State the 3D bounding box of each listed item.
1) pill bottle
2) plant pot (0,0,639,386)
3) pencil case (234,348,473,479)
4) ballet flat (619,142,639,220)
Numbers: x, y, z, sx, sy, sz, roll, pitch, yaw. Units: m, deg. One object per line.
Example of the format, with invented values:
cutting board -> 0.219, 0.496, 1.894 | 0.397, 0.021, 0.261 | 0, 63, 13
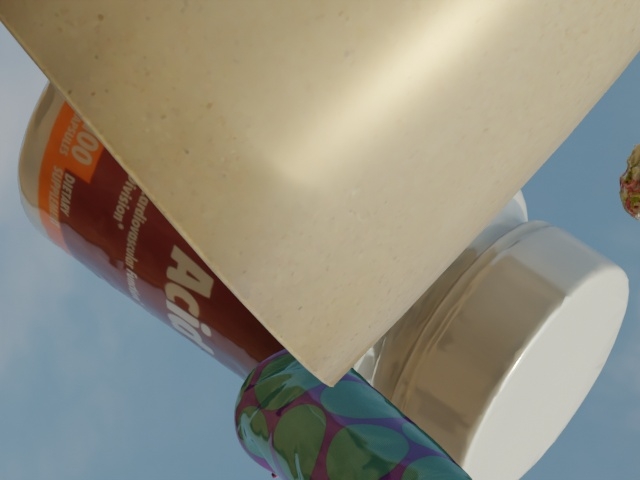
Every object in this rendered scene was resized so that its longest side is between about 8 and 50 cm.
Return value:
pill bottle -> 0.000, 0.000, 1.369 | 0.392, 0.224, 0.224 | 33, -74, 24
plant pot -> 0.028, -0.147, 0.517 | 0.274, 0.256, 0.256 | -39, -120, 0
pencil case -> 0.019, 0.103, 0.849 | 0.152, 0.064, 0.070 | -139, -137, -56
ballet flat -> 0.259, -0.082, 1.009 | 0.241, 0.077, 0.091 | -22, -134, 11
